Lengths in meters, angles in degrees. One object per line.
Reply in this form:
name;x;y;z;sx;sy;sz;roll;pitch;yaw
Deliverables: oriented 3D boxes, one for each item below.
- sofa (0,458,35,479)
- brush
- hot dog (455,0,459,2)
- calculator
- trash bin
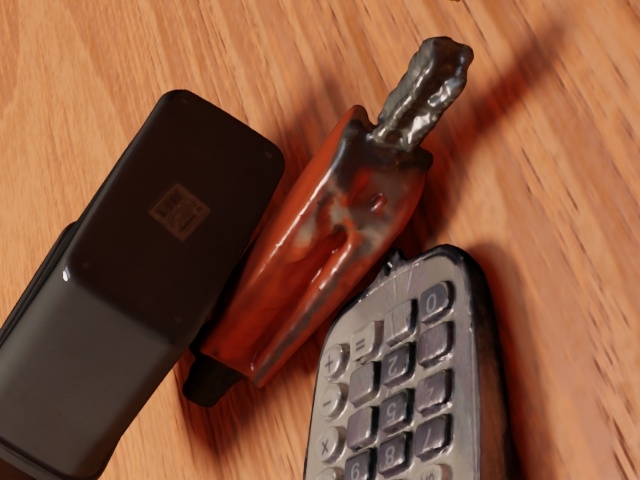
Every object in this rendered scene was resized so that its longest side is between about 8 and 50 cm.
sofa;-0.286;0.230;1.412;0.060;0.085;0.147;58;133;49
brush;0.001;0.000;0.928;0.323;0.051;0.070;-52;12;50
hot dog;0.113;-0.195;0.759;0.286;0.061;0.088;142;134;-57
calculator;0.035;0.129;0.842;0.177;0.040;0.268;-33;52;56
trash bin;-0.123;0.038;1.054;0.236;0.101;0.177;-50;9;50
